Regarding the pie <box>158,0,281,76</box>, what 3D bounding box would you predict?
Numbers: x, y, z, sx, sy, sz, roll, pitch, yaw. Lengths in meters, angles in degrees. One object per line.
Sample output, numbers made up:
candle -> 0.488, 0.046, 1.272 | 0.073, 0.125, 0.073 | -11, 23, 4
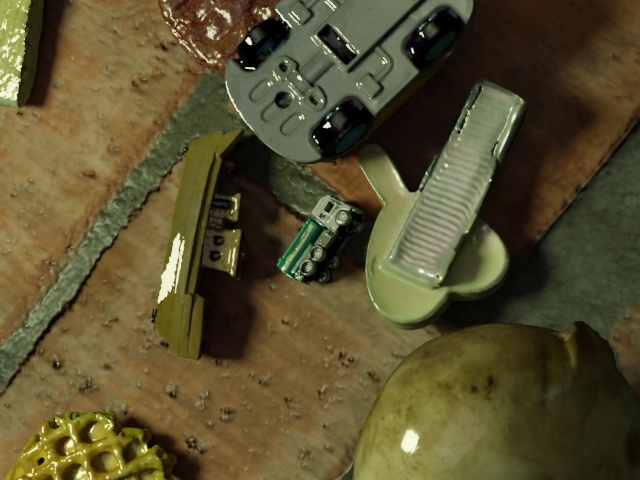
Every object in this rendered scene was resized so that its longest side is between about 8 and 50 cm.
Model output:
pie -> -0.069, -0.216, 1.320 | 0.153, 0.038, 0.153 | -2, 81, 14

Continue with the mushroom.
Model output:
mushroom -> 0.140, 0.171, 1.153 | 0.255, 0.184, 0.255 | -3, 105, -11

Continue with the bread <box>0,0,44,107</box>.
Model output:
bread -> -0.308, -0.222, 1.375 | 0.112, 0.036, 0.193 | 8, 89, 18

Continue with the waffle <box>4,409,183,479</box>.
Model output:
waffle -> -0.215, 0.240, 1.294 | 0.149, 0.051, 0.194 | 34, 91, 15

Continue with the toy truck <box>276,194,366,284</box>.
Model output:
toy truck -> 0.000, 0.000, 1.279 | 0.044, 0.039, 0.083 | 36, 94, 28

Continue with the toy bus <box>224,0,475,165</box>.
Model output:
toy bus -> 0.030, -0.157, 1.238 | 0.209, 0.136, 0.126 | -44, 79, 5

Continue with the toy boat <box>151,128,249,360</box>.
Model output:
toy boat -> -0.097, 0.001, 1.290 | 0.072, 0.064, 0.206 | 11, 86, -1

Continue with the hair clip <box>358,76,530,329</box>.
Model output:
hair clip -> 0.096, -0.031, 1.244 | 0.159, 0.071, 0.218 | 24, 84, 15
